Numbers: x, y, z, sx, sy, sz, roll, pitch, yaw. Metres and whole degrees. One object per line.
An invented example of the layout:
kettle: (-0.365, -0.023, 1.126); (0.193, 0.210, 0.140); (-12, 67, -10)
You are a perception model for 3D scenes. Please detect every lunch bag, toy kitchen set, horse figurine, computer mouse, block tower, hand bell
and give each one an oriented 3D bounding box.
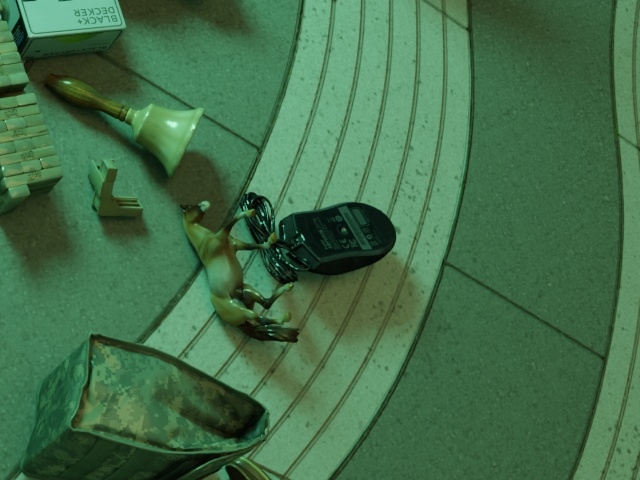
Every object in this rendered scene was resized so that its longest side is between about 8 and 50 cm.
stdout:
lunch bag: (-0.238, 0.265, 1.571); (0.287, 0.235, 0.168); (19, 59, -23)
toy kitchen set: (-0.314, -0.090, 1.755); (0.075, 0.083, 0.068); (1, 31, -31)
horse figurine: (-0.127, 0.055, 1.775); (0.066, 0.174, 0.263); (-32, 105, -50)
computer mouse: (0.000, 0.000, 1.901); (0.272, 0.072, 0.188); (-5, 53, -31)
block tower: (-0.483, -0.212, 1.680); (0.097, 0.091, 0.335); (-16, 82, -33)
hand bell: (-0.317, -0.205, 1.785); (0.242, 0.126, 0.126); (26, 61, -8)

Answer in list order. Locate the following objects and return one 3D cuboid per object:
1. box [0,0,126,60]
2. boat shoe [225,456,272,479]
box: (-0.432, -0.438, 1.791); (0.169, 0.087, 0.289); (-12, 80, -33)
boat shoe: (-0.090, 0.405, 1.714); (0.060, 0.064, 0.178); (-38, 97, -36)
